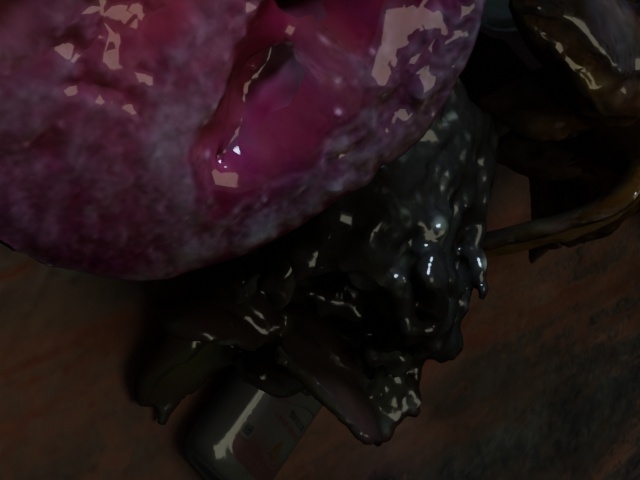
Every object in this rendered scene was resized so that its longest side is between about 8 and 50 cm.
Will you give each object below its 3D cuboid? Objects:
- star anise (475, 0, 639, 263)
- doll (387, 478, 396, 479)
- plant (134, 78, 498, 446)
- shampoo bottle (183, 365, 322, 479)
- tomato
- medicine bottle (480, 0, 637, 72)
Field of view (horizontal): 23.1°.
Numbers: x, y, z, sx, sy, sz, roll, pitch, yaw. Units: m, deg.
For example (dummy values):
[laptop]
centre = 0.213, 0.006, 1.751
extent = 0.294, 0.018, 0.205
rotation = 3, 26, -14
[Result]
[star anise]
centre = 0.214, -0.089, 1.045
extent = 0.350, 0.109, 0.292
rotation = -18, 137, -14
[doll]
centre = 0.037, 0.270, 1.078
extent = 0.256, 0.152, 0.196
rotation = -11, 99, -42
[plant]
centre = 0.000, 0.000, 0.909
extent = 0.178, 0.204, 0.234
rotation = 48, 59, -51
[shampoo bottle]
centre = -0.023, 0.090, 1.026
extent = 0.165, 0.040, 0.080
rotation = -54, 136, -20
[tomato]
centre = -0.102, -0.152, 0.746
extent = 0.335, 0.176, 0.289
rotation = 33, 101, -33
[medicine bottle]
centre = 0.248, -0.109, 1.219
extent = 0.426, 0.108, 0.108
rotation = 35, 76, -50
